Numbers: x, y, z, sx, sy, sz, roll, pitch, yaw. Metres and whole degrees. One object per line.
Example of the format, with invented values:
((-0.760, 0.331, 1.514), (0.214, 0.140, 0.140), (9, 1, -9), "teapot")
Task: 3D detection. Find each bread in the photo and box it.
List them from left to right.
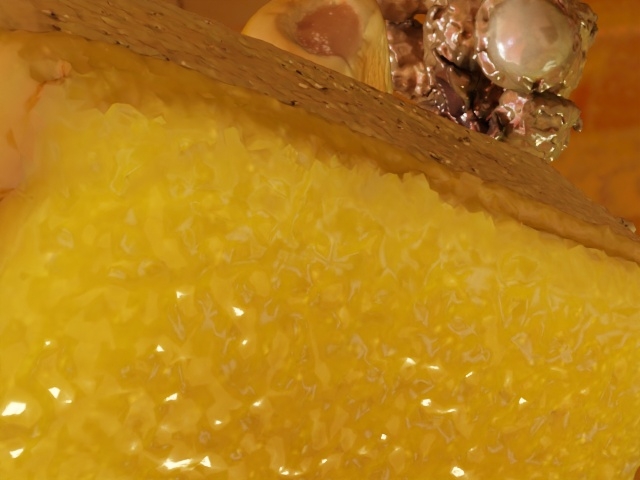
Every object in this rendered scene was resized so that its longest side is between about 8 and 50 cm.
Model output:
((-0.054, 0.091, 0.674), (0.333, 0.323, 0.143), (19, 8, -39), "bread")
((0.000, 0.000, 1.122), (0.091, 0.305, 0.142), (7, 37, 17), "bread")

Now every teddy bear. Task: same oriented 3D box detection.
((0.108, -0.090, 1.428), (0.156, 0.256, 0.267), (15, 17, -33), "teddy bear")
